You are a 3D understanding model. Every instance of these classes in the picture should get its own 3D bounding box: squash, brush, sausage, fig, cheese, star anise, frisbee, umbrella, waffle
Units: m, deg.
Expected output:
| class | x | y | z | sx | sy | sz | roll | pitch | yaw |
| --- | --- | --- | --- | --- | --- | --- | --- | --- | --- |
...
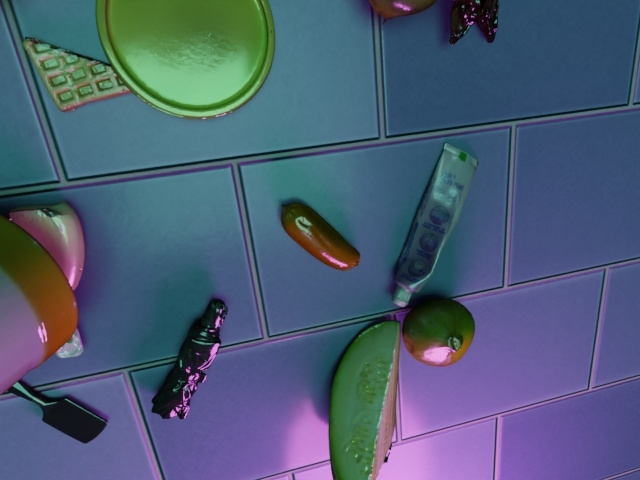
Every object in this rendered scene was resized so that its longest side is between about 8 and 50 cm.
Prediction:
| class | x | y | z | sx | sy | sz | roll | pitch | yaw |
| --- | --- | --- | --- | --- | --- | --- | --- | --- | --- |
| squash | 0.072 | 0.313 | 0.754 | 0.111 | 0.203 | 0.288 | 9 | 114 | 25 |
| brush | -0.462 | 0.284 | 0.685 | 0.063 | 0.016 | 0.193 | -44 | 112 | 3 |
| sausage | 0.000 | 0.000 | 0.681 | 0.062 | 0.054 | 0.183 | -33 | 118 | 29 |
| fig | 0.222 | 0.173 | 0.756 | 0.153 | 0.121 | 0.135 | 19 | 102 | -54 |
| cheese | -0.415 | 0.069 | 0.607 | 0.127 | 0.050 | 0.255 | -6 | 109 | -12 |
| star anise | 0.243 | -0.372 | 0.601 | 0.212 | 0.054 | 0.157 | -43 | 147 | -30 |
| frisbee | -0.178 | -0.289 | 0.551 | 0.236 | 0.017 | 0.235 | -3 | 102 | -16 |
| umbrella | -0.223 | 0.206 | 0.694 | 0.066 | 0.059 | 0.235 | 18 | 105 | -36 |
| waffle | -0.305 | -0.241 | 0.546 | 0.153 | 0.023 | 0.097 | -16 | 113 | -6 |

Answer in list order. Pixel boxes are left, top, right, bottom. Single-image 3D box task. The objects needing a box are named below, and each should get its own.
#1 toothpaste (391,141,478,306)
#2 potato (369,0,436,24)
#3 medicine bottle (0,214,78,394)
| class | x | y | z | sx | sy | sz | roll | pitch | yaw |
| --- | --- | --- | --- | --- | --- | --- | --- | --- | --- |
| toothpaste | 0.200 | -0.021 | 0.724 | 0.075 | 0.048 | 0.300 | 23 | 95 | 9 |
| potato | 0.132 | -0.428 | 0.543 | 0.150 | 0.113 | 0.251 | 13 | 111 | -20 |
| medicine bottle | -0.471 | 0.107 | 0.469 | 0.238 | 0.232 | 0.237 | 8 | 120 | 15 |
